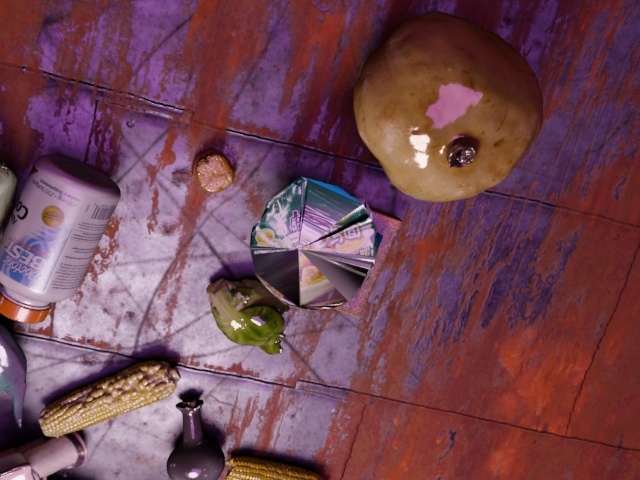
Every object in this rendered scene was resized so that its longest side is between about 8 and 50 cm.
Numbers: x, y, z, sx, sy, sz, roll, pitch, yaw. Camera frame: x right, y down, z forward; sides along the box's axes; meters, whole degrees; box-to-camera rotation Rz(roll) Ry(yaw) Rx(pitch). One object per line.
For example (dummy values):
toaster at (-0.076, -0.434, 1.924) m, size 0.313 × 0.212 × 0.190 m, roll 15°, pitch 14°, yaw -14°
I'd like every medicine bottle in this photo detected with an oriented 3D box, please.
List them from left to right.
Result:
medicine bottle at (-0.485, 0.003, 1.329) m, size 0.157 × 0.157 × 0.288 m, roll 25°, pitch 100°, yaw -16°

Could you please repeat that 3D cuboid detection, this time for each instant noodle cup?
instant noodle cup at (0.000, 0.000, 1.378) m, size 0.240 × 0.178 × 0.240 m, roll 1°, pitch 99°, yaw 9°

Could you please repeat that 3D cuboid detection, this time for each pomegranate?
pomegranate at (0.224, -0.233, 1.306) m, size 0.332 × 0.332 × 0.332 m, roll -3°, pitch 107°, yaw -9°

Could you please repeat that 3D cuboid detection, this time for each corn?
corn at (-0.416, 0.311, 1.472) m, size 0.288 × 0.086 × 0.086 m, roll -21°, pitch 109°, yaw -1°
corn at (-0.094, 0.518, 1.593) m, size 0.238 × 0.080 × 0.080 m, roll 17°, pitch 103°, yaw -16°

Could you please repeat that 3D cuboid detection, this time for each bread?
bread at (-0.202, -0.128, 1.399) m, size 0.083 × 0.046 × 0.081 m, roll 22°, pitch 96°, yaw -13°

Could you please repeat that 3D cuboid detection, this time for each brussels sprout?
brussels sprout at (-0.146, 0.150, 1.470) m, size 0.181 × 0.100 × 0.139 m, roll 35°, pitch 118°, yaw -28°

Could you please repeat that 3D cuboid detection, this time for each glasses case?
glasses case at (0.085, 0.042, 1.497) m, size 0.075 × 0.049 × 0.218 m, roll 20°, pitch 102°, yaw -13°

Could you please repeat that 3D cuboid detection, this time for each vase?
vase at (-0.260, 0.416, 1.522) m, size 0.120 × 0.120 × 0.183 m, roll -5°, pitch 93°, yaw -8°

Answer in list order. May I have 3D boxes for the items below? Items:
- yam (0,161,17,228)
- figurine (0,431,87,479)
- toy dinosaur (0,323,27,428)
yam at (-0.689, -0.088, 1.236) m, size 0.300 × 0.195 × 0.195 m, roll 19°, pitch 102°, yaw -8°
figurine at (-0.564, 0.577, 1.458) m, size 0.253 × 0.211 × 0.361 m, roll -15°, pitch 102°, yaw 5°
toy dinosaur at (-0.562, 0.185, 1.300) m, size 0.331 × 0.129 × 0.383 m, roll -17°, pitch 120°, yaw 34°
